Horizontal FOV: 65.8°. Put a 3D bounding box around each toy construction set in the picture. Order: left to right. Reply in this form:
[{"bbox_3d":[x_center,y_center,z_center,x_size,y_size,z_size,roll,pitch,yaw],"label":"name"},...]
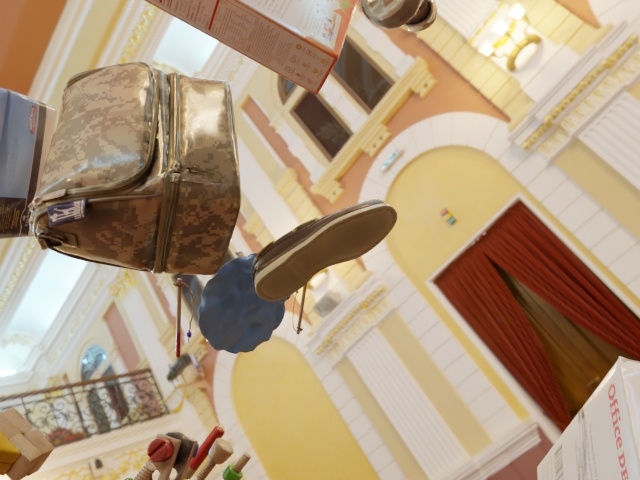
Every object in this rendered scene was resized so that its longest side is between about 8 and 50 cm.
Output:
[{"bbox_3d":[-0.234,0.469,0.817,0.237,0.257,0.309,-52,6,-4],"label":"toy construction set"}]

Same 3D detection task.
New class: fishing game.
[{"bbox_3d":[-0.135,0.108,0.873,0.264,0.041,0.189,-7,-71,-37],"label":"fishing game"}]

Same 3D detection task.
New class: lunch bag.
[{"bbox_3d":[-0.262,-0.107,0.732,0.255,0.305,0.213,4,-38,-19],"label":"lunch bag"}]

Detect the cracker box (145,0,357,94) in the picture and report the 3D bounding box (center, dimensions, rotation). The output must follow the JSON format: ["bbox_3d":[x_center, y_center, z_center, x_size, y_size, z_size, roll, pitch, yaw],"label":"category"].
[{"bbox_3d":[-0.078,-0.300,0.617,0.232,0.156,0.067,26,-41,-13],"label":"cracker box"}]

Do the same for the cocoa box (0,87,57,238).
[{"bbox_3d":[-0.823,-0.191,1.193,0.228,0.231,0.348,-122,42,-86],"label":"cocoa box"}]

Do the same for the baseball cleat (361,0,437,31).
[{"bbox_3d":[0.090,-0.248,0.498,0.072,0.206,0.109,-25,-50,29],"label":"baseball cleat"}]

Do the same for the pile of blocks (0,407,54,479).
[{"bbox_3d":[-0.515,0.243,0.564,0.362,0.149,0.113,33,-80,-29],"label":"pile of blocks"}]

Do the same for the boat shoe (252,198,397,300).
[{"bbox_3d":[0.000,0.000,0.713,0.227,0.069,0.081,-30,-50,4],"label":"boat shoe"}]

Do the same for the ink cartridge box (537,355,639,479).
[{"bbox_3d":[0.391,0.337,0.623,0.223,0.128,0.308,-66,-15,-46],"label":"ink cartridge box"}]
